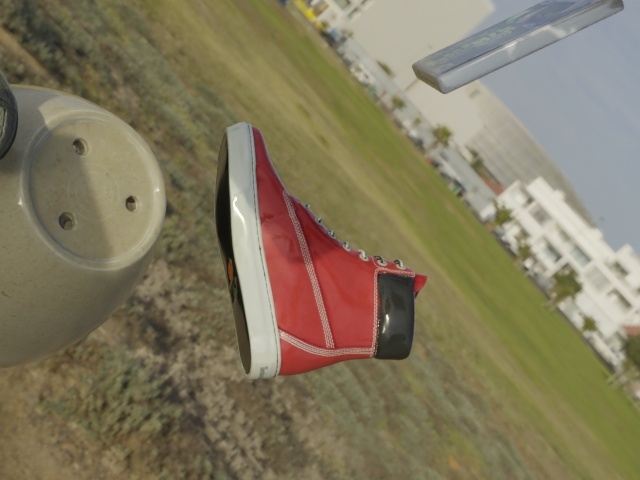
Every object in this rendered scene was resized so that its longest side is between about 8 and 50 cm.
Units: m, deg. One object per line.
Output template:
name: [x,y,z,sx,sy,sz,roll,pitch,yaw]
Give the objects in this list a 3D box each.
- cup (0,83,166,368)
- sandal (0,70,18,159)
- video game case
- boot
cup: [-0.305,-0.033,1.041,0.331,0.237,0.331,11,73,-41]
sandal: [-0.406,-0.154,0.877,0.303,0.120,0.086,20,2,12]
video game case: [0.194,-0.208,0.985,0.173,0.190,0.022,-101,165,-75]
boot: [0.000,0.000,0.869,0.088,0.176,0.244,115,-35,-62]
